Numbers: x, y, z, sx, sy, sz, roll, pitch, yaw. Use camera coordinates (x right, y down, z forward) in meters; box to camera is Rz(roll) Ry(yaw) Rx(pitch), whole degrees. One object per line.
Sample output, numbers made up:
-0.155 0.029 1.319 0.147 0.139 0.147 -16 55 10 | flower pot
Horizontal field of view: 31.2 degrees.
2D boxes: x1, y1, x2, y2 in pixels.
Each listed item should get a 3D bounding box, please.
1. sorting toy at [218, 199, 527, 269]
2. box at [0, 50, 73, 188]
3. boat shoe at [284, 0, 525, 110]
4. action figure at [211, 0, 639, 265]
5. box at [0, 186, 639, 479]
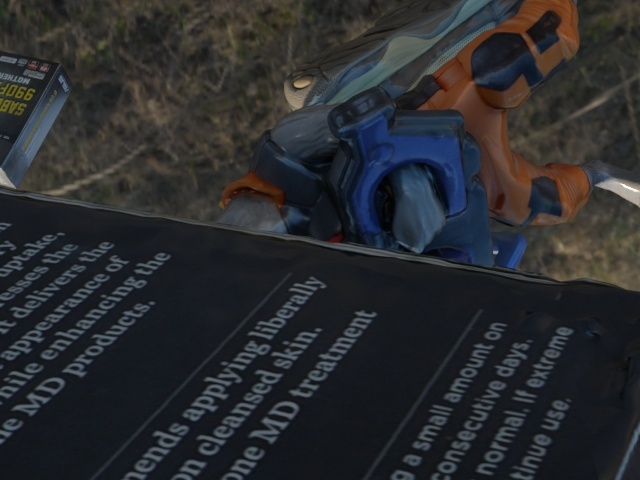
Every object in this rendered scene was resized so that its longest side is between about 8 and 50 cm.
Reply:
0.000 0.000 0.905 0.196 0.348 0.047 -49 126 -14 | sorting toy
-0.490 -0.183 1.604 0.231 0.183 0.056 14 153 18 | box
0.114 -0.174 1.164 0.355 0.132 0.130 -33 110 -31 | boat shoe
0.069 -0.015 0.743 0.330 0.178 0.341 -25 138 -19 | action figure
-0.114 0.250 0.494 0.472 0.297 0.480 10 123 28 | box
